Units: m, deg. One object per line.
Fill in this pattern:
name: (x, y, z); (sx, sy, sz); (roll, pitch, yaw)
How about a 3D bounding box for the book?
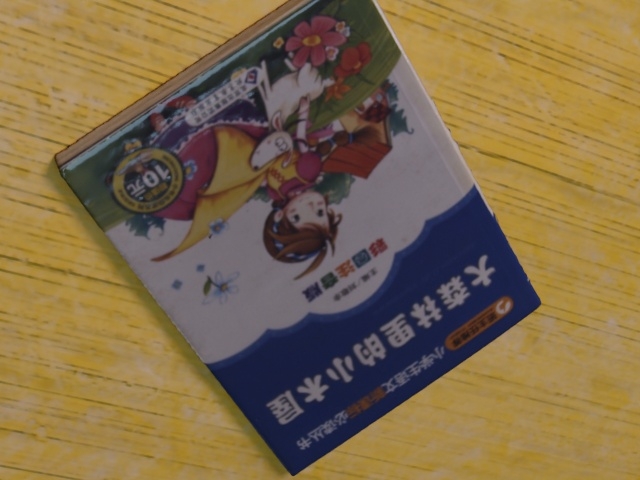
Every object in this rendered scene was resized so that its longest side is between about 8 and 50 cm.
book: (0.000, 0.000, 1.029); (0.228, 0.018, 0.322); (-34, 125, 0)
